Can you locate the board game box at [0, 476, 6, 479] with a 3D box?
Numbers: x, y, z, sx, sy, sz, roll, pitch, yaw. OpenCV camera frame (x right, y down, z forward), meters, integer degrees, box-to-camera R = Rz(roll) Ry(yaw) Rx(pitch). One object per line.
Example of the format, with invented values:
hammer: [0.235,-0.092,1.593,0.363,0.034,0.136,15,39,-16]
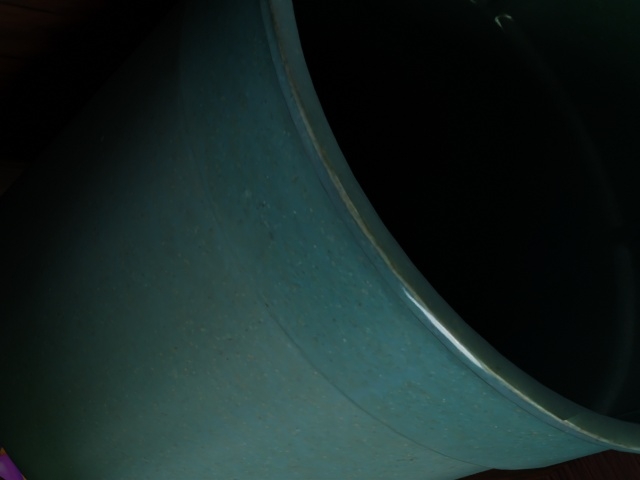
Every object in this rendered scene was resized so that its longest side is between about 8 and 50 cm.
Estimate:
board game box: [-0.378,0.265,0.699,0.356,0.356,0.356,40,124,-19]

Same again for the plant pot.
plant pot: [0.000,0.000,0.773,0.341,0.341,0.334,-1,157,-46]

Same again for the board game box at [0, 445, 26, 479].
board game box: [-0.269,0.223,1.062,0.336,0.253,0.079,-26,158,3]
